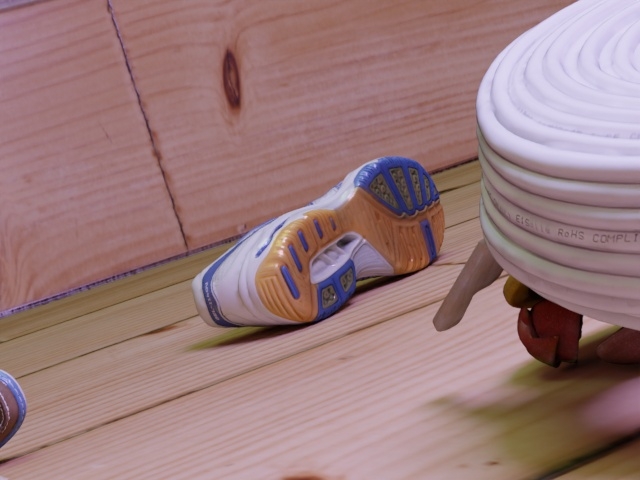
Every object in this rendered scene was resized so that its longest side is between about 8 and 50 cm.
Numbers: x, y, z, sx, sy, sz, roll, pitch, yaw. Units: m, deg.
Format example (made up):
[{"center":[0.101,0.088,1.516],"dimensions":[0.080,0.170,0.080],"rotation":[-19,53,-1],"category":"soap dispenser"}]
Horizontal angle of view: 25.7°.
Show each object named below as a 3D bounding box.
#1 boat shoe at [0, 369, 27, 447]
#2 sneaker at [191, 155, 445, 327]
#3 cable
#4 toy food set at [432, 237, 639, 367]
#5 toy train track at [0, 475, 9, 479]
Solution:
[{"center":[-0.281,0.143,0.941],"dimensions":[0.183,0.066,0.066],"rotation":[-26,7,15],"category":"boat shoe"},{"center":[0.000,0.000,1.274],"dimensions":[0.131,0.111,0.296],"rotation":[-14,5,38],"category":"sneaker"},{"center":[0.185,-0.052,0.561],"dimensions":[0.257,0.089,0.257],"rotation":[-11,24,15],"category":"cable"},{"center":[0.167,0.024,0.699],"dimensions":[0.218,0.071,0.128],"rotation":[-17,-20,-22],"category":"toy food set"},{"center":[-0.230,0.155,0.860],"dimensions":[0.083,0.014,0.048],"rotation":[-16,5,13],"category":"toy train track"}]
